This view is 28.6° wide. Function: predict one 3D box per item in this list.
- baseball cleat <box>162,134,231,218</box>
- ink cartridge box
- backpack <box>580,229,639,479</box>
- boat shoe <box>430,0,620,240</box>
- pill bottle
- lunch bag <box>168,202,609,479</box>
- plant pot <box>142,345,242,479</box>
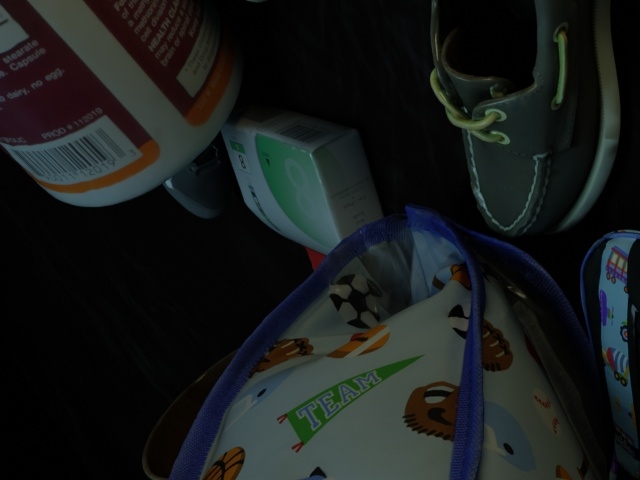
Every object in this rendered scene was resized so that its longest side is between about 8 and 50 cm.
[{"bbox_3d":[-0.131,-0.115,1.225,0.109,0.072,0.206,-1,118,59],"label":"baseball cleat"},{"bbox_3d":[0.000,0.000,1.087,0.181,0.056,0.224,23,134,59],"label":"ink cartridge box"},{"bbox_3d":[0.206,0.063,0.606,0.158,0.117,0.173,22,135,59],"label":"backpack"},{"bbox_3d":[0.102,-0.111,0.676,0.109,0.091,0.305,45,152,37],"label":"boat shoe"},{"bbox_3d":[-0.247,-0.222,0.985,0.224,0.224,0.392,40,172,45],"label":"pill bottle"},{"bbox_3d":[0.086,0.189,0.767,0.328,0.239,0.385,62,-160,-18],"label":"lunch bag"},{"bbox_3d":[-0.020,0.239,1.236,0.230,0.215,0.215,55,162,-20],"label":"plant pot"}]
